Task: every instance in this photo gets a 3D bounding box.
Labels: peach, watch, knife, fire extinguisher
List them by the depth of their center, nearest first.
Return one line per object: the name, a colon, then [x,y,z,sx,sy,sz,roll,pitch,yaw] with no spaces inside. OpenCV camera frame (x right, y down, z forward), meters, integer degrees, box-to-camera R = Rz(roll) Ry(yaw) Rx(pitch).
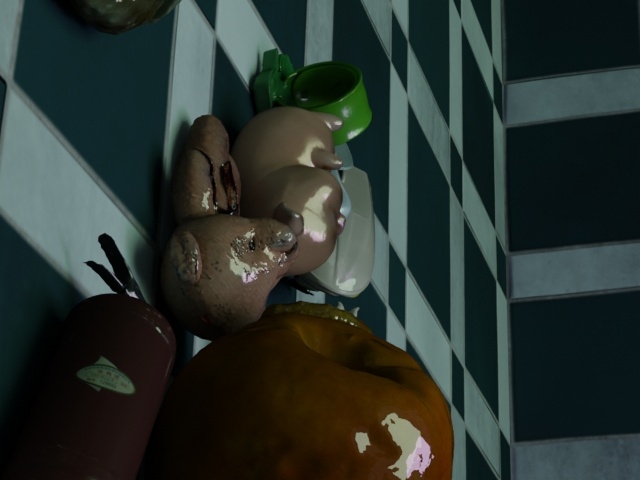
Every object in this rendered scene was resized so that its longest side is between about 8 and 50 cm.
fire extinguisher: [-0.210,0.142,1.518,0.135,0.114,0.337,58,27,-29]
peach: [-0.026,0.247,1.758,0.343,0.343,0.301,-30,139,-73]
watch: [-0.007,-0.202,2.290,0.165,0.152,0.131,-71,149,-54]
knife: [0.009,-0.115,2.324,0.331,0.080,0.044,-91,-160,-58]

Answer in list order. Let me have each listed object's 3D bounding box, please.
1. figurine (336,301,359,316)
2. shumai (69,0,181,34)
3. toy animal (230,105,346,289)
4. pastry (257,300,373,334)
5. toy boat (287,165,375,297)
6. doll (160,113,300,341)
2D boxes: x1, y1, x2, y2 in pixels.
figurine: [0.013,0.155,2.407,0.098,0.081,0.146,-55,-175,22]
shumai: [-0.133,-0.366,1.709,0.304,0.263,0.309,61,28,-50]
toy animal: [-0.045,-0.063,2.099,0.166,0.154,0.250,93,-3,-46]
pastry: [-0.026,0.157,2.032,0.188,0.189,0.103,63,24,-52]
toy boat: [0.003,-0.008,2.316,0.141,0.141,0.269,68,22,-45]
doll: [-0.098,-0.023,1.911,0.201,0.156,0.303,66,19,-46]
